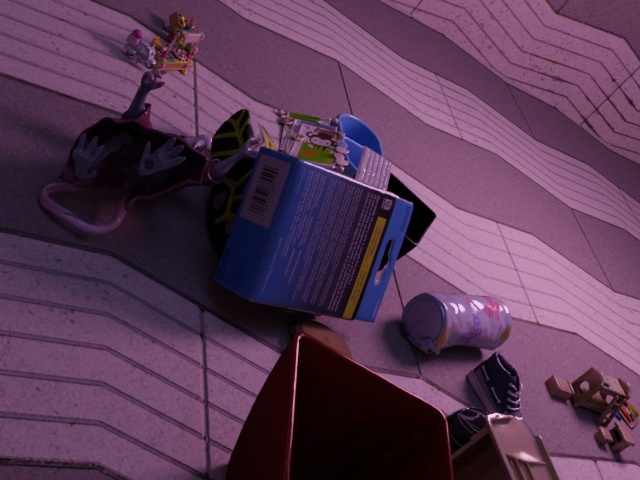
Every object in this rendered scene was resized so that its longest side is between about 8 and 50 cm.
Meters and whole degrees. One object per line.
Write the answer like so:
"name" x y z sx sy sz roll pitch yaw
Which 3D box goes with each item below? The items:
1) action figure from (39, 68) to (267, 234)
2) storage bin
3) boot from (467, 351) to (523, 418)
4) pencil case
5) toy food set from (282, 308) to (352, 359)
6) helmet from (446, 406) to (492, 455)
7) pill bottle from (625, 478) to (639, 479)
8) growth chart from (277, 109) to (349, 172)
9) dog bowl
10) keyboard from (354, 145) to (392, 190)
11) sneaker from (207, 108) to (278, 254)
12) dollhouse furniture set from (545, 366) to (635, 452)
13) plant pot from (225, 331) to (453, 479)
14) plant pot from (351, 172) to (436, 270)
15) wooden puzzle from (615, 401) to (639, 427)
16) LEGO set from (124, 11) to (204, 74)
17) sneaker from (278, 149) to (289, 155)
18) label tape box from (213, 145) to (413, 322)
"action figure" -0.272 -0.126 1.546 0.248 0.276 0.370 36 7 0
"storage bin" 0.232 0.426 1.297 0.123 0.262 0.260 17 40 -36
"boot" 0.382 0.323 1.804 0.069 0.086 0.190 -1 50 -51
"pencil case" 0.293 0.173 1.870 0.273 0.113 0.124 4 56 -47
"toy food set" -0.002 0.190 1.580 0.132 0.039 0.192 16 27 -47
"helmet" 0.276 0.384 1.523 0.169 0.169 0.161 9 27 -44
"pill bottle" 0.611 0.560 1.689 0.103 0.103 0.184 24 44 -29
"growth chart" -0.018 -0.231 2.058 0.171 0.021 0.237 5 38 -4
"dog bowl" 0.084 -0.203 2.155 0.165 0.074 0.297 27 33 -25
"keyboard" 0.103 -0.120 1.789 0.072 0.014 0.256 36 30 -11
"sneaker" -0.122 -0.099 1.708 0.147 0.145 0.385 38 34 -33
"dollhouse furniture set" 0.635 0.378 2.020 0.181 0.101 0.161 22 35 -32
"plant pot" 0.002 0.335 1.182 0.267 0.236 0.267 32 31 -19
"plant pot" 0.106 -0.031 1.860 0.188 0.167 0.187 42 30 1
"wooden puzzle" 0.759 0.424 2.196 0.078 0.014 0.116 48 30 10
"LEGO set" -0.315 -0.457 1.977 0.132 0.107 0.287 39 30 -6
"sneaker" -0.028 -0.134 1.922 0.188 0.078 0.067 45 30 14
"label tape box" 0.000 0.000 1.591 0.115 0.249 0.347 22 4 40
